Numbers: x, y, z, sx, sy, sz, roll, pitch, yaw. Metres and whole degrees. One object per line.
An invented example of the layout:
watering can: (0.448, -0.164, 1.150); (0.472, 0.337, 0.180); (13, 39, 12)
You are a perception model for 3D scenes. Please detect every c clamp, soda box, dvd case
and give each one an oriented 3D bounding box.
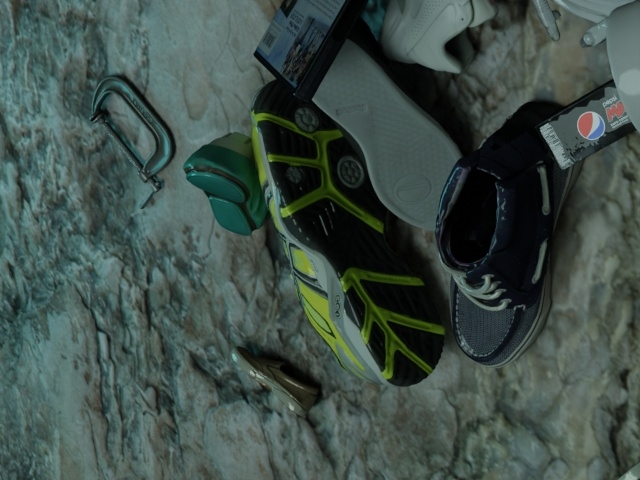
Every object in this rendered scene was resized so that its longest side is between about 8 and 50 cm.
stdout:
c clamp: (-0.251, -0.132, 2.105); (0.160, 0.022, 0.137); (54, 137, 2)
soda box: (0.296, -0.133, 1.565); (0.169, 0.060, 0.053); (-29, 93, 34)
dvd case: (0.021, -0.270, 1.614); (0.253, 0.022, 0.180); (-59, 24, 9)

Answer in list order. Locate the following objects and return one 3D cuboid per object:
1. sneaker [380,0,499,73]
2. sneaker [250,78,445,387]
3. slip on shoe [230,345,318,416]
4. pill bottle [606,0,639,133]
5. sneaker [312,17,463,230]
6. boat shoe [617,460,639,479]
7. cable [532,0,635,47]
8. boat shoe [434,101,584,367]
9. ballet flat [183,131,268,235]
sneaker: (0.134, -0.272, 1.644); (0.115, 0.090, 0.232); (24, 137, 21)
sneaker: (0.000, 0.000, 1.876); (0.147, 0.145, 0.384); (-16, 97, 57)
slip on shoe: (-0.059, 0.174, 2.105); (0.135, 0.051, 0.041); (38, 95, 29)
pill bottle: (0.400, -0.180, 1.339); (0.302, 0.169, 0.169); (-16, 103, 30)
sneaker: (0.068, -0.143, 1.771); (0.105, 0.147, 0.296); (-33, 123, 13)
boat shoe: (0.327, 0.326, 1.816); (0.068, 0.081, 0.227); (48, 134, 15)
cable: (0.272, -0.324, 1.465); (0.257, 0.089, 0.257); (-18, 101, 49)
boat shoe: (0.172, 0.022, 1.718); (0.127, 0.158, 0.340); (28, 130, 27)
ballet flat: (-0.105, -0.079, 1.893); (0.083, 0.087, 0.247); (17, 167, 10)
